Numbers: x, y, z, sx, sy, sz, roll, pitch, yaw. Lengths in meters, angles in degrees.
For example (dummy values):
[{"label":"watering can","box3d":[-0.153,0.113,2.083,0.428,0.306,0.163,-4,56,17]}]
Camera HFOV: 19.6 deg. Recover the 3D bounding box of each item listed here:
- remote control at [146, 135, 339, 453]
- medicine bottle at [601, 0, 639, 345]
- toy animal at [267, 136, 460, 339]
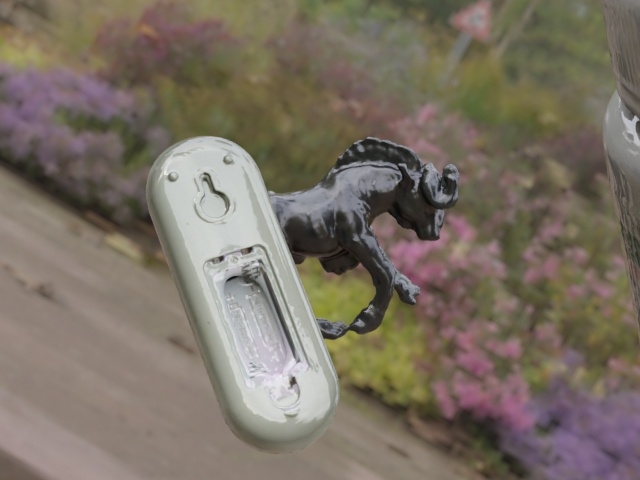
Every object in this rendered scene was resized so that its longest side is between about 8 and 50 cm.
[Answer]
[{"label":"remote control","box3d":[-0.051,0.032,1.201,0.042,0.078,0.221,107,-36,-71]},{"label":"medicine bottle","box3d":[0.288,-0.043,1.172,0.208,0.208,0.339,29,-36,48]},{"label":"toy animal","box3d":[0.000,0.000,1.464,0.233,0.148,0.084,-11,12,2]}]
